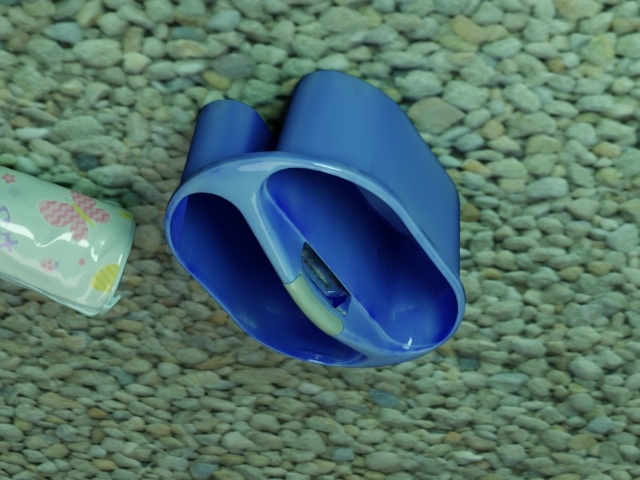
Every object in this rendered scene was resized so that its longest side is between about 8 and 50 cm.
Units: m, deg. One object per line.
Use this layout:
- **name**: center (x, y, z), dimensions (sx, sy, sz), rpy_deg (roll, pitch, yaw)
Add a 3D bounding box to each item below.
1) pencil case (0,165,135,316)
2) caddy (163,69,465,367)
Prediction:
- **pencil case**: center (-0.325, -0.014, 1.710), dimensions (0.273, 0.124, 0.113), rpy_deg (17, 142, -14)
- **caddy**: center (0.000, 0.000, 1.624), dimensions (0.241, 0.179, 0.341), rpy_deg (-15, 138, 26)
